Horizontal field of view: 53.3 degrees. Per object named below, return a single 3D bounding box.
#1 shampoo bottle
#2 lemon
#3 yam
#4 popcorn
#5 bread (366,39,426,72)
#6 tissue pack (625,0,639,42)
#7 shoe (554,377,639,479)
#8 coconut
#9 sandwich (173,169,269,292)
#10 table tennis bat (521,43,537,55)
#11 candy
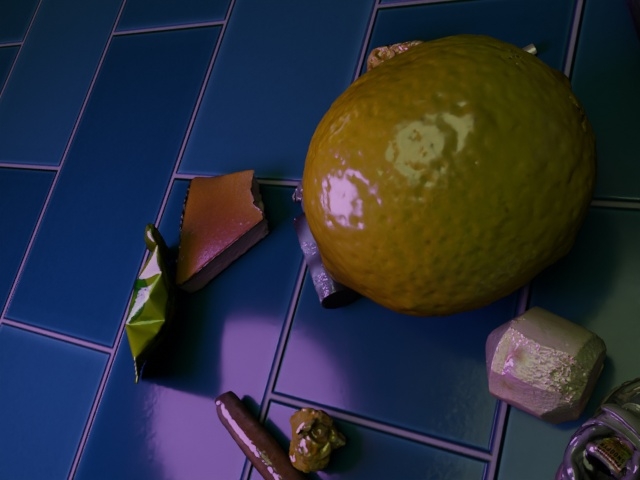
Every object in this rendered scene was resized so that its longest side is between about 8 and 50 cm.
[{"bbox_3d":[0.000,-0.001,0.945,0.063,0.057,0.208,-31,56,24],"label":"shampoo bottle"},{"bbox_3d":[0.142,-0.071,0.741,0.336,0.336,0.336,-11,65,26],"label":"lemon"},{"bbox_3d":[-0.064,0.303,0.863,0.046,0.046,0.264,-51,55,2],"label":"yam"},{"bbox_3d":[0.000,0.262,0.843,0.084,0.084,0.084,-11,65,26],"label":"popcorn"},{"bbox_3d":[0.123,-0.270,0.992,0.110,0.044,0.083,-3,70,26],"label":"bread"},{"bbox_3d":[0.412,-0.226,0.663,0.124,0.288,0.394,-15,63,21],"label":"tissue pack"},{"bbox_3d":[0.307,0.210,0.661,0.180,0.092,0.089,-51,54,3],"label":"shoe"},{"bbox_3d":[0.245,0.135,0.717,0.122,0.116,0.116,22,82,34],"label":"coconut"},{"bbox_3d":[-0.152,-0.015,1.036,0.162,0.058,0.193,-5,69,28],"label":"sandwich"},{"bbox_3d":[0.240,-0.244,0.934,0.156,0.013,0.087,-23,60,21],"label":"table tennis bat"},{"bbox_3d":[-0.268,0.106,1.022,0.069,0.149,0.246,11,74,-5],"label":"candy"}]
